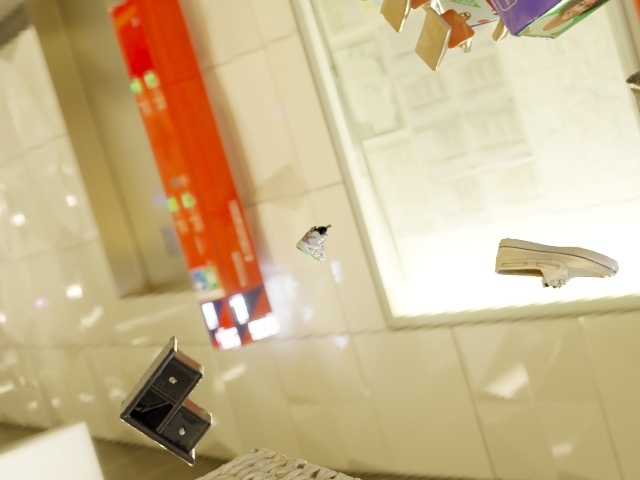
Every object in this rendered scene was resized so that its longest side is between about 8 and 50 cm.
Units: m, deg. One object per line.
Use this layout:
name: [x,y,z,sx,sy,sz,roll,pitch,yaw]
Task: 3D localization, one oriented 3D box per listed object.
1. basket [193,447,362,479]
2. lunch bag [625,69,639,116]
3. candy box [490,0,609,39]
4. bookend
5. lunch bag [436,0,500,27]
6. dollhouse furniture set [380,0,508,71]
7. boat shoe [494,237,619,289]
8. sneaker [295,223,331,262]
basket: [-0.078,0.468,1.528,0.266,0.328,0.331,16,-152,40]
lunch bag: [0.636,-0.194,1.846,0.287,0.235,0.169,-31,-151,-8]
candy box: [0.286,-0.412,1.330,0.317,0.268,0.122,-35,168,36]
bookend: [-0.240,0.278,2.166,0.156,0.157,0.072,-52,-167,7]
lunch bag: [0.295,-0.484,2.142,0.243,0.114,0.303,-9,160,13]
dollhouse furniture set: [0.191,-0.389,1.615,0.262,0.259,0.135,-32,161,-20]
boat shoe: [0.186,0.023,0.991,0.100,0.035,0.035,10,161,23]
sneaker: [0.000,0.000,2.261,0.069,0.038,0.098,-54,157,2]
